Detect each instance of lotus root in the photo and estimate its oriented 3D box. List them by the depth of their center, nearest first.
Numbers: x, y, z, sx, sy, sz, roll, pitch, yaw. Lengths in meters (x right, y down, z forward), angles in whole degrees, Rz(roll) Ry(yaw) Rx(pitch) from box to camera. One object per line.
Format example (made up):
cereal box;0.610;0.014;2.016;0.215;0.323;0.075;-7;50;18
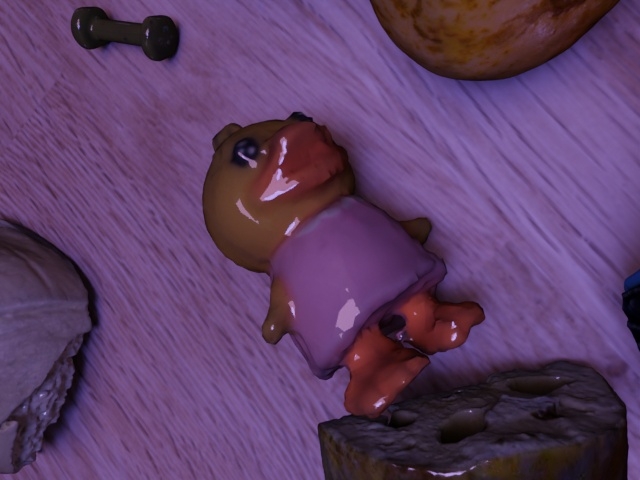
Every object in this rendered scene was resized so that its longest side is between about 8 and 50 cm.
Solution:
lotus root;0.124;0.176;0.413;0.234;0.138;0.119;-9;97;-9

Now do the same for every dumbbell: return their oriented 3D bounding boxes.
dumbbell;-0.217;-0.230;0.610;0.117;0.052;0.046;15;124;20

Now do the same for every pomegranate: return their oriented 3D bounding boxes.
pomegranate;0.124;-0.233;0.414;0.215;0.215;0.216;1;92;20

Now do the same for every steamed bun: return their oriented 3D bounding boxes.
steamed bun;-0.426;0.096;0.615;0.290;0.273;0.273;14;81;16

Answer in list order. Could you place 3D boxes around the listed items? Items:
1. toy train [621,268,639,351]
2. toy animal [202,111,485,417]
toy train;0.325;0.039;0.290;0.264;0.300;0.188;-17;71;7
toy animal;-0.003;0.000;0.487;0.281;0.195;0.169;55;147;7
